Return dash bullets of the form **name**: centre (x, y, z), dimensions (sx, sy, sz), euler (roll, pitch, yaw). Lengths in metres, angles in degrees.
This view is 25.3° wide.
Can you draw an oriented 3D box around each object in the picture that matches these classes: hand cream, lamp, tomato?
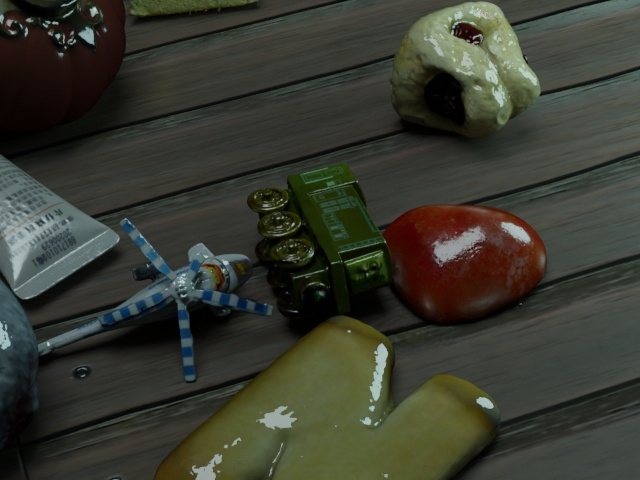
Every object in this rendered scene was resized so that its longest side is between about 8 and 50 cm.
- **hand cream**: centre (-0.381, -0.049, 1.707), dimensions (0.139, 0.089, 0.314), euler (-33, 51, -26)
- **lamp**: centre (-0.399, -0.282, 1.837), dimensions (0.303, 0.257, 0.303), euler (13, 63, -26)
- **tomato**: centre (0.157, 0.003, 1.578), dimensions (0.174, 0.082, 0.166), euler (-19, 41, -11)

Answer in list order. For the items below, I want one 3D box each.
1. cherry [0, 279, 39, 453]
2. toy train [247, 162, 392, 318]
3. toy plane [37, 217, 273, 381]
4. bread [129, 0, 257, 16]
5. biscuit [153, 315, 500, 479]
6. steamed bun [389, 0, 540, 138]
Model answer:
- **cherry**: centre (-0.421, 0.117, 1.420), dimensions (0.296, 0.218, 0.255), euler (13, 55, 11)
- **toy train**: centre (0.000, 0.000, 1.582), dimensions (0.137, 0.090, 0.225), euler (-14, 33, -9)
- **toy plane**: centre (-0.200, 0.086, 1.549), dimensions (0.273, 0.107, 0.182), euler (-40, 89, 0)
- **bread**: centre (-0.189, -0.388, 2.089), dimensions (0.188, 0.068, 0.125), euler (-8, 41, -1)
- **biscuit**: centre (0.008, 0.198, 1.388), dimensions (0.237, 0.062, 0.290), euler (29, 53, 34)
- **steamed bun**: centre (0.192, -0.199, 1.770), dimensions (0.172, 0.141, 0.155), euler (-26, 48, -27)
